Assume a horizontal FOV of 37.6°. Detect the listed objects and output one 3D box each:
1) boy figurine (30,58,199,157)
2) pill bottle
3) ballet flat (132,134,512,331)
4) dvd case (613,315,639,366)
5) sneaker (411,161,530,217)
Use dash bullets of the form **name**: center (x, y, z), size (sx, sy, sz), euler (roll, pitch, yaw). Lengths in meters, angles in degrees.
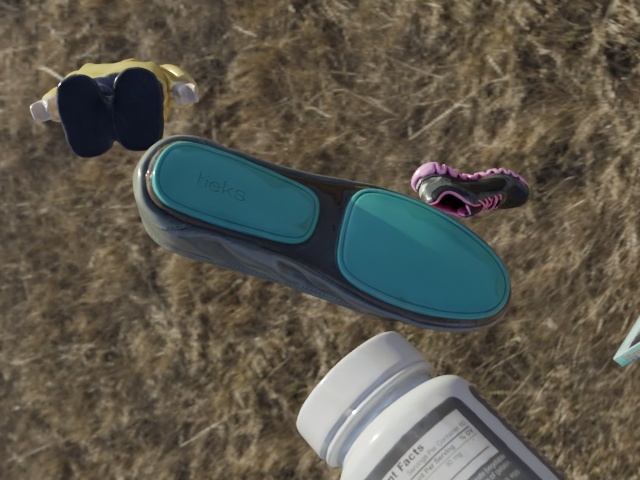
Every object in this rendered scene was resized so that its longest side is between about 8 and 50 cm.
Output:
- **boy figurine**: center (-0.222, -0.151, 1.025), size (0.177, 0.285, 0.092), euler (-9, 101, -6)
- **pill bottle**: center (0.152, 0.284, 1.060), size (0.361, 0.204, 0.204), euler (45, 116, 24)
- **ballet flat**: center (0.000, 0.000, 0.522), size (0.213, 0.068, 0.072), euler (20, 67, -5)
- **dvd case**: center (0.277, 0.040, 0.728), size (0.013, 0.119, 0.087), euler (39, 156, 7)
- **sneaker**: center (0.148, -0.040, 0.905), size (0.119, 0.057, 0.047), euler (3, 131, -12)
